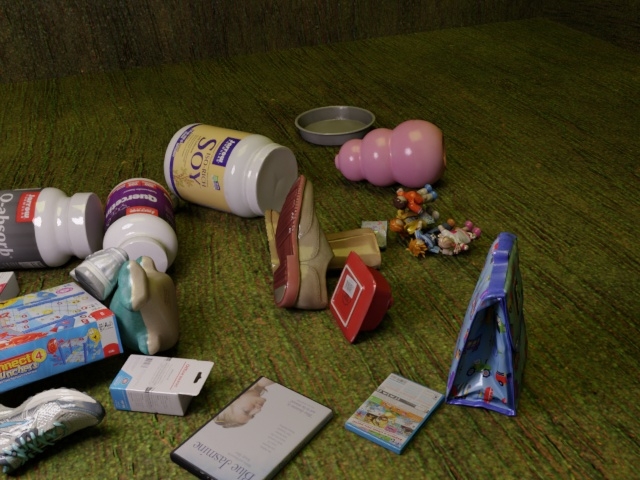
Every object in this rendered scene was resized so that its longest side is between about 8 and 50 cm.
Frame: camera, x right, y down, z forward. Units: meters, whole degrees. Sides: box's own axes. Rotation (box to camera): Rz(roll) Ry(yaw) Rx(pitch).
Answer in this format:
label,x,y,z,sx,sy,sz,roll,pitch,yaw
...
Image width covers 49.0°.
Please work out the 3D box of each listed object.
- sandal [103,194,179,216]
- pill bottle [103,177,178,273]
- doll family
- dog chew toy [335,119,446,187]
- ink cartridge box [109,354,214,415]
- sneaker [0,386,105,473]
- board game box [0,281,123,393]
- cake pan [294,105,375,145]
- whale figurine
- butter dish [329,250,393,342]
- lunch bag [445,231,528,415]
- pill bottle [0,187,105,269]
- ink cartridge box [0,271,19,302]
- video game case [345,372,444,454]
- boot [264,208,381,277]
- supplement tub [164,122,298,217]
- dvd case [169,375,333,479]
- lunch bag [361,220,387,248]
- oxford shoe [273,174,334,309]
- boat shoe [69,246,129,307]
label,x,y,z,sx,sy,sz,roll,pitch,yaw
sandal,-0.557,-0.092,2.029,0.303,0.086,0.120,-23,35,-29
pill bottle,-0.462,-0.022,1.804,0.182,0.181,0.323,-10,30,-10
doll family,0.277,-0.026,1.827,0.163,0.118,0.263,-20,51,-36
dog chew toy,0.209,-0.252,2.127,0.332,0.206,0.206,-5,29,15
ink cartridge box,-0.305,0.284,1.377,0.180,0.060,0.104,3,30,12
sneaker,-0.527,0.356,1.263,0.283,0.110,0.122,-12,42,-1
board game box,-0.608,0.197,1.446,0.302,0.086,0.308,-16,19,-32
cake pan,0.054,-0.419,2.559,0.293,0.054,0.293,-3,30,2
whale figurine,-0.381,0.135,1.453,0.141,0.272,0.216,-9,69,-1
butter dish,0.106,0.128,1.549,0.118,0.159,0.160,10,24,-24
lunch bag,0.325,0.139,1.327,0.138,0.293,0.221,7,32,19
pill bottle,-0.763,-0.031,1.825,0.363,0.210,0.210,-4,30,1
ink cartridge box,-0.825,0.133,1.694,0.151,0.063,0.109,-4,30,-1
video game case,0.141,0.319,1.314,0.119,0.015,0.166,18,36,32
boot,0.000,0.000,1.797,0.270,0.089,0.236,-8,51,-5
supplement tub,-0.257,-0.199,2.028,0.331,0.241,0.241,15,35,30
dvd case,-0.122,0.353,1.278,0.180,0.022,0.253,18,37,33
lunch bag,0.141,-0.012,1.850,0.071,0.053,0.083,1,43,10
oxford shoe,-0.033,0.007,1.680,0.130,0.123,0.348,13,64,-19
boat shoe,-0.490,0.078,1.584,0.103,0.118,0.320,-43,5,-20
